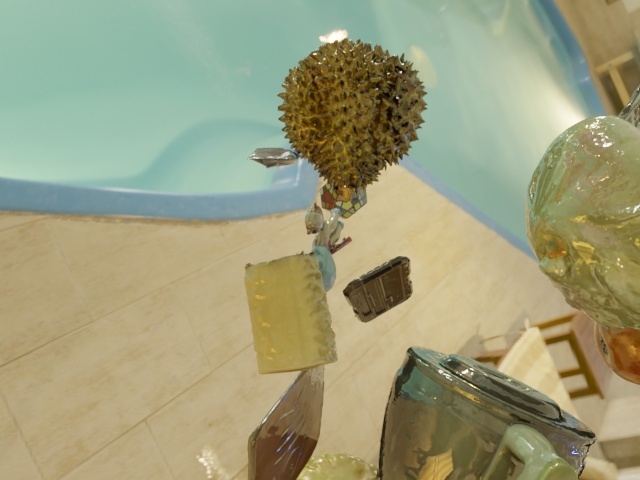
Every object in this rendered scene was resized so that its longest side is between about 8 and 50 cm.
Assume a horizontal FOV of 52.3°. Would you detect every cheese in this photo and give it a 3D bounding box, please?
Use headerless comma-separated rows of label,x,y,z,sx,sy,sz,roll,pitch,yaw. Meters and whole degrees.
cheese,-0.045,0.110,0.968,0.094,0.123,0.167,65,13,-79

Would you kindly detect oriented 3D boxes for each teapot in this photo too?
teapot,0.193,0.282,0.752,0.239,0.321,0.240,22,91,-30

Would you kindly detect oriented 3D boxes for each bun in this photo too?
bun,0.346,0.000,0.815,0.283,0.179,0.283,62,-4,7

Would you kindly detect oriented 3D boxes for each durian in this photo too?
durian,0.055,-0.222,1.145,0.258,0.258,0.293,49,53,-23

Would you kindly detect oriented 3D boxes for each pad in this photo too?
pad,-0.060,0.388,1.263,0.286,0.018,0.284,-43,143,-52

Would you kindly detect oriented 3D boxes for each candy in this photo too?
candy,-0.082,-0.149,1.179,0.136,0.088,0.038,-80,173,-80

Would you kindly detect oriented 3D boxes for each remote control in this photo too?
remote control,0.563,-0.237,1.160,0.166,0.029,0.065,-48,140,-14

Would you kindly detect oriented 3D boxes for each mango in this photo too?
mango,0.634,0.156,1.158,0.317,0.211,0.173,-11,84,-20

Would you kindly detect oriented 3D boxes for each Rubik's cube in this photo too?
Rubik's cube,0.062,-0.121,1.750,0.112,0.133,0.133,52,36,-2

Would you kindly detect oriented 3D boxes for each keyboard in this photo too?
keyboard,0.091,0.078,0.987,0.016,0.106,0.262,60,0,19

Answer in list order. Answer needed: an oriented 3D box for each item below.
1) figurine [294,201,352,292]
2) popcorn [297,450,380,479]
figurine,0.012,0.008,1.514,0.260,0.102,0.205,-62,161,-46
popcorn,0.043,0.681,1.488,0.348,0.382,0.349,12,29,-7
